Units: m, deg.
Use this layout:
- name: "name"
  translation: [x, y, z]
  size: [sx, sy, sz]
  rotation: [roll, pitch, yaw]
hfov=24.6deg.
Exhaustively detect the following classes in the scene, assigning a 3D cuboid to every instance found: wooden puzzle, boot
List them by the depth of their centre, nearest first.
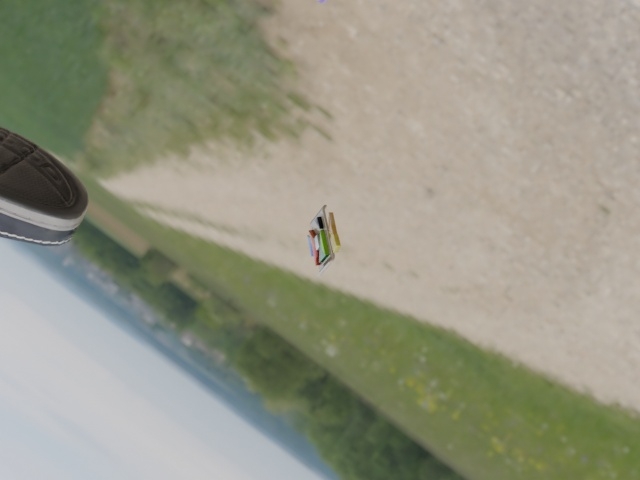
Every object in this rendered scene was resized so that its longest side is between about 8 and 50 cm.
- name: "boot"
  translation: [-0.448, 0.005, 1.563]
  size: [0.377, 0.284, 0.138]
  rotation: [16, -154, 0]
- name: "wooden puzzle"
  translation: [0.000, 0.000, 1.753]
  size: [0.014, 0.078, 0.116]
  rotation: [-4, 158, -15]

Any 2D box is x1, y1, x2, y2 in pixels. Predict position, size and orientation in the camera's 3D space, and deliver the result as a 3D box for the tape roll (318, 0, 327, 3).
- name: "tape roll"
  translation: [-0.070, -0.312, 1.165]
  size: [0.275, 0.090, 0.275]
  rotation: [41, -171, -8]
